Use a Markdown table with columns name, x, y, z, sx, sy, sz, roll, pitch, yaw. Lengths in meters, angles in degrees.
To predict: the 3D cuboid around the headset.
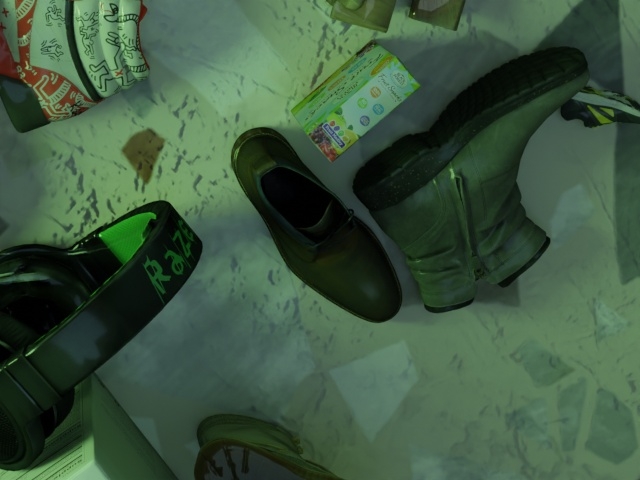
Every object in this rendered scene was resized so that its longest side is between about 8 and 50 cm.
| name | x | y | z | sx | sy | sz | roll | pitch | yaw |
| --- | --- | --- | --- | --- | --- | --- | --- | --- | --- |
| headset | -0.282 | 0.080 | 1.631 | 0.394 | 0.243 | 0.185 | -34 | 105 | 22 |

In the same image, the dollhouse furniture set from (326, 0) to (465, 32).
| name | x | y | z | sx | sy | sz | roll | pitch | yaw |
| --- | --- | --- | --- | --- | --- | --- | --- | --- | --- |
| dollhouse furniture set | 0.218 | -0.286 | 1.637 | 0.355 | 0.174 | 0.303 | 14 | 101 | -10 |

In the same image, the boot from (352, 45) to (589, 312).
| name | x | y | z | sx | sy | sz | roll | pitch | yaw |
| --- | --- | --- | --- | --- | --- | --- | --- | --- | --- |
| boot | 0.163 | -0.054 | 1.742 | 0.246 | 0.083 | 0.161 | -34 | 112 | 7 |

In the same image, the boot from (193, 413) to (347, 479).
| name | x | y | z | sx | sy | sz | roll | pitch | yaw |
| --- | --- | --- | --- | --- | --- | --- | --- | --- | --- |
| boot | -0.016 | 0.225 | 1.727 | 0.213 | 0.165 | 0.077 | 28 | 92 | -6 |

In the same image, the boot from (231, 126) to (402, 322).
| name | x | y | z | sx | sy | sz | roll | pitch | yaw |
| --- | --- | --- | --- | --- | --- | --- | --- | --- | --- |
| boot | 0.000 | 0.000 | 1.707 | 0.082 | 0.106 | 0.219 | -41 | 104 | 3 |

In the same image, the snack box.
| name | x | y | z | sx | sy | sz | roll | pitch | yaw |
| --- | --- | --- | --- | --- | --- | --- | --- | --- | --- |
| snack box | 0.028 | -0.123 | 1.665 | 0.100 | 0.141 | 0.037 | -42 | 104 | 3 |

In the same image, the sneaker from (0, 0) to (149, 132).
| name | x | y | z | sx | sy | sz | roll | pitch | yaw |
| --- | --- | --- | --- | --- | --- | --- | --- | --- | --- |
| sneaker | -0.237 | -0.237 | 1.632 | 0.145 | 0.090 | 0.270 | -21 | 108 | -4 |

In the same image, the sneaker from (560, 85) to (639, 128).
| name | x | y | z | sx | sy | sz | roll | pitch | yaw |
| --- | --- | --- | --- | --- | --- | --- | --- | --- | --- |
| sneaker | 0.257 | -0.118 | 1.758 | 0.083 | 0.031 | 0.035 | 16 | 114 | -7 |

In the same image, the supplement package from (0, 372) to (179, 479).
| name | x | y | z | sx | sy | sz | roll | pitch | yaw |
| --- | --- | --- | --- | --- | --- | --- | --- | --- | --- |
| supplement package | -0.216 | 0.276 | 1.661 | 0.198 | 0.263 | 0.199 | -36 | 104 | 1 |
